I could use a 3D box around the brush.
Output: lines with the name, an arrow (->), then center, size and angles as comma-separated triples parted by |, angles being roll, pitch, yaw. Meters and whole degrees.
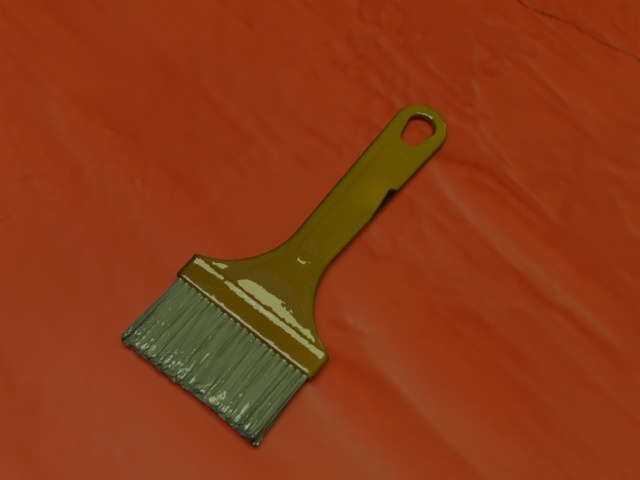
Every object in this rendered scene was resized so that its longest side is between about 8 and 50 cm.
brush -> 0.000, 0.000, 0.557 | 0.083, 0.011, 0.205 | 37, 65, 12
